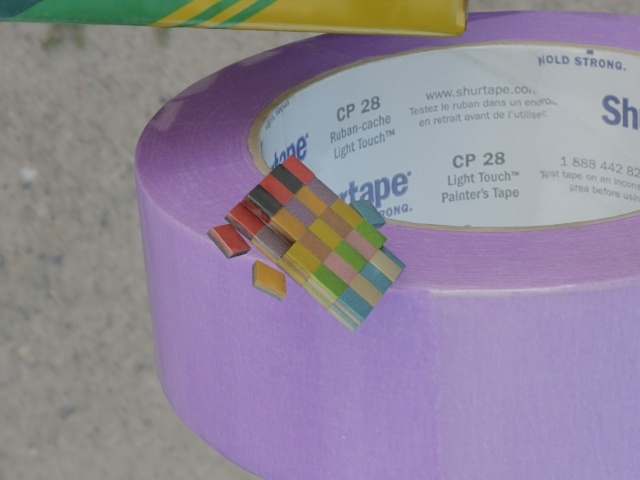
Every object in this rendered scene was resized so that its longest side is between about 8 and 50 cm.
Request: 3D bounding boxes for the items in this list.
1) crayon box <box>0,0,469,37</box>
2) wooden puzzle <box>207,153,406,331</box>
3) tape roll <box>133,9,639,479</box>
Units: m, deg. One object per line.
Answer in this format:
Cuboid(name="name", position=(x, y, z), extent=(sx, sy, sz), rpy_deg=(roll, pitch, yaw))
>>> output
Cuboid(name="crayon box", position=(-0.083, -0.130, 0.708), extent=(0.319, 0.202, 0.081), rpy_deg=(-4, 106, -44))
Cuboid(name="wooden puzzle", position=(0.000, 0.000, 0.561), extent=(0.006, 0.049, 0.083), rpy_deg=(-49, 180, 28))
Cuboid(name="tape roll", position=(0.070, -0.004, 0.725), extent=(0.275, 0.275, 0.090), rpy_deg=(-16, 117, -26))
